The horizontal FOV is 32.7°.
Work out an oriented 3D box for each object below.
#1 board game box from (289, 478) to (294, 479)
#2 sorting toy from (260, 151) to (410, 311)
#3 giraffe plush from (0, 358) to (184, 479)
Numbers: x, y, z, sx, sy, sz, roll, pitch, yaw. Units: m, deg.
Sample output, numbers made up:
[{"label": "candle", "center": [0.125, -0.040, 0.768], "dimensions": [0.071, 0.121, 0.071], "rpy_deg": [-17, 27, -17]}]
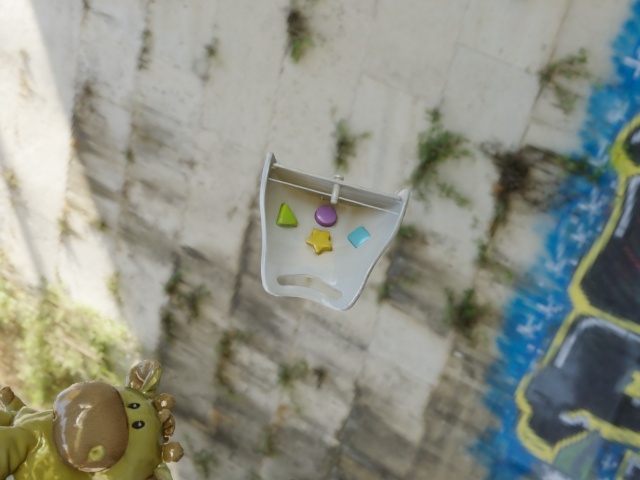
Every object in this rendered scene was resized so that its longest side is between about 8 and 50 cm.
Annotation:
[{"label": "board game box", "center": [-0.027, 0.276, 0.553], "dimensions": [0.145, 0.281, 0.027], "rpy_deg": [-23, -32, -6]}, {"label": "sorting toy", "center": [0.000, 0.000, 0.618], "dimensions": [0.045, 0.083, 0.075], "rpy_deg": [114, 171, -70]}, {"label": "giraffe plush", "center": [-0.206, 0.176, 0.892], "dimensions": [0.210, 0.170, 0.181], "rpy_deg": [7, -115, -76]}]
